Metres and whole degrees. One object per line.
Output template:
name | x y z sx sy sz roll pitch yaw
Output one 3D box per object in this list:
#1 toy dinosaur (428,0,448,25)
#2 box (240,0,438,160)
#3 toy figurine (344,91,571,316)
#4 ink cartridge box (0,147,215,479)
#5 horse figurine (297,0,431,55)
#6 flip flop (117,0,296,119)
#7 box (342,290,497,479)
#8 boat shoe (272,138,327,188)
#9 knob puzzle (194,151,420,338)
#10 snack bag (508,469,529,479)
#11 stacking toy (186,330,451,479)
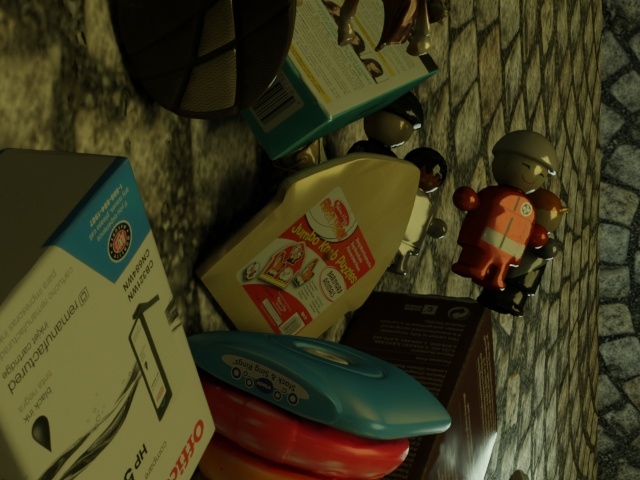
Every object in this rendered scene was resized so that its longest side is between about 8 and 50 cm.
toy dinosaur | 0.168 -0.336 1.327 0.211 0.064 0.112 -50 159 -42
box | 0.008 -0.143 0.866 0.101 0.060 0.244 57 29 0
toy figurine | 0.126 -0.036 1.048 0.148 0.213 0.209 -68 155 -7
ink cartridge box | -0.138 0.077 0.570 0.148 0.085 0.203 -62 148 -45
horse figurine | 0.003 -0.216 0.690 0.066 0.263 0.174 -21 129 -17
flip flop | -0.076 -0.211 0.669 0.080 0.112 0.277 -71 153 -67
box | 0.060 0.237 1.044 0.381 0.143 0.191 -60 148 -51
boat shoe | -0.021 -0.070 0.898 0.045 0.050 0.135 7 77 -65
knob puzzle | 0.000 0.000 0.878 0.213 0.030 0.213 -28 141 -25
snack bag | 0.107 0.390 1.039 0.323 0.037 0.342 -57 180 17
stacking toy | -0.043 0.223 0.800 0.165 0.175 0.302 12 97 -61
